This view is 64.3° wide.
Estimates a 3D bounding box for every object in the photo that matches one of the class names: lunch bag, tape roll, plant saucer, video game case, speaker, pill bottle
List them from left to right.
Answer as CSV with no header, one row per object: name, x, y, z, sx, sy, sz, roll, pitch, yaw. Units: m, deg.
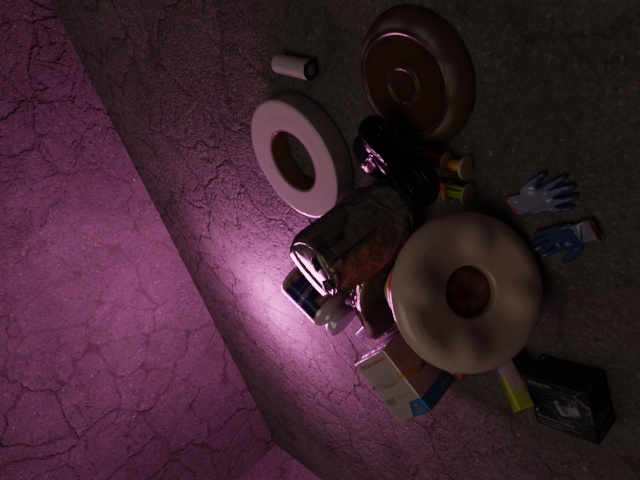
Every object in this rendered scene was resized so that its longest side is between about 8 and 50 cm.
speaker,-0.071,-0.466,1.364,0.136,0.055,0.055,27,140,39
tape roll,-0.064,-0.254,1.553,0.392,0.072,0.392,36,146,30
pill bottle,-0.005,0.214,1.858,0.264,0.153,0.153,41,148,21
lunch bag,0.082,-0.002,1.321,0.213,0.305,0.256,52,166,4
video game case,0.225,0.377,1.820,0.201,0.023,0.183,48,149,13
plant saucer,0.192,-0.346,1.117,0.310,0.050,0.311,37,147,30

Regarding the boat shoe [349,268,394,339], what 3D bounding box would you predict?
boat shoe,0.145,0.183,1.607,0.130,0.132,0.356,41,156,35

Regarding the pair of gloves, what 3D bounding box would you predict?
pair of gloves,0.475,-0.044,1.039,0.198,0.023,0.159,57,152,-2

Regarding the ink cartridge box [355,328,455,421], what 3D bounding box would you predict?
ink cartridge box,0.269,0.420,1.633,0.233,0.168,0.171,52,139,5

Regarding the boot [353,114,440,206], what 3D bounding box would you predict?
boot,0.174,-0.176,1.209,0.246,0.094,0.207,49,180,3

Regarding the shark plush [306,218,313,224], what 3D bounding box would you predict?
shark plush,0.000,0.000,1.723,0.073,0.067,0.162,-11,95,25

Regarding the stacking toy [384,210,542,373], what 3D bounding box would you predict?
stacking toy,0.285,0.123,1.292,0.351,0.350,0.480,56,170,-3

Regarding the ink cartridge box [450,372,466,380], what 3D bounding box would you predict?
ink cartridge box,0.384,0.339,1.519,0.135,0.056,0.099,32,144,34

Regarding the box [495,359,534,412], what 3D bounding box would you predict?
box,0.483,0.348,1.312,0.109,0.042,0.178,59,-170,-65

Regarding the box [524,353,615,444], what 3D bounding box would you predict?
box,0.595,0.376,1.219,0.155,0.093,0.159,5,123,53

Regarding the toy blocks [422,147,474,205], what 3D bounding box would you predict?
toy blocks,0.278,-0.151,1.181,0.148,0.054,0.123,22,137,44
